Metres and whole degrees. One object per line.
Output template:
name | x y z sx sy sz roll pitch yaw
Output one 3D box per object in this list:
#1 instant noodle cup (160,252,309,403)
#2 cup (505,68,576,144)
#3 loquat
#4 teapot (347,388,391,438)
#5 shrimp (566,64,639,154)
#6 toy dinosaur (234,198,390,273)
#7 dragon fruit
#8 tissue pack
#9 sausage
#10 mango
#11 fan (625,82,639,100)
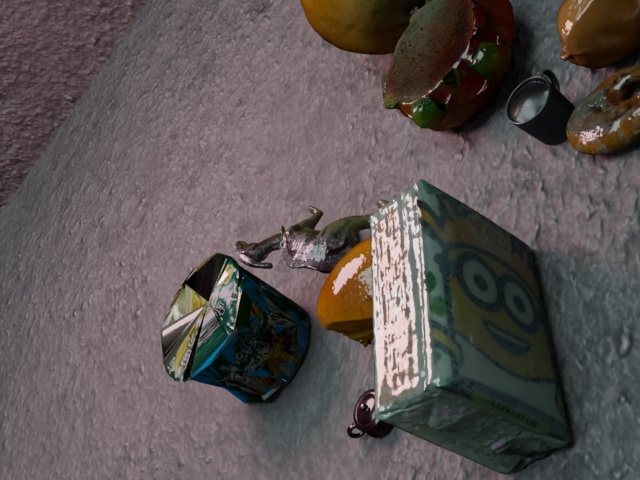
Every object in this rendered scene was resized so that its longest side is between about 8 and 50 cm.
instant noodle cup | -0.141 0.161 1.596 0.240 0.178 0.240 -34 42 36
cup | 0.323 -0.194 1.320 0.078 0.077 0.100 -1 66 54
loquat | 0.091 -0.461 1.685 0.276 0.276 0.284 -51 47 16
teapot | 0.073 0.254 1.353 0.100 0.045 0.068 -49 33 17
shrimp | 0.404 -0.185 1.218 0.187 0.051 0.132 -22 54 43
toy dinosaur | 0.000 0.006 1.554 0.294 0.077 0.162 -5 35 26
dragon fruit | 0.212 -0.294 1.501 0.268 0.130 0.295 -12 56 50
tissue pack | 0.179 0.104 1.152 0.128 0.228 0.311 -36 39 35
sausage | 0.418 -0.338 1.256 0.241 0.136 0.120 -54 39 19
mango | 0.101 0.067 1.385 0.252 0.126 0.154 -36 51 32
fan | 0.417 -0.188 1.253 0.060 0.003 0.080 -29 45 39
